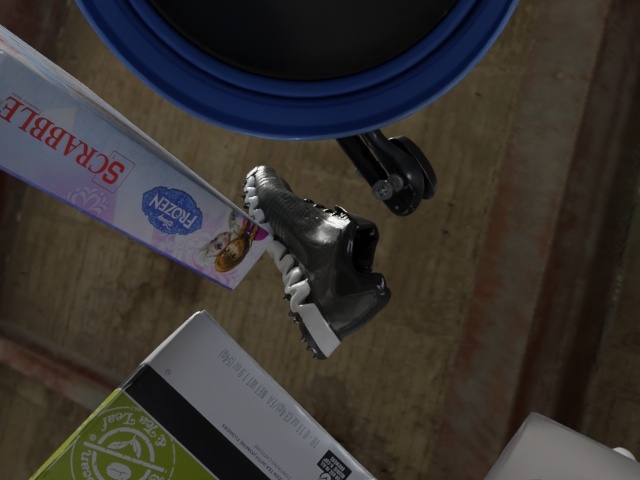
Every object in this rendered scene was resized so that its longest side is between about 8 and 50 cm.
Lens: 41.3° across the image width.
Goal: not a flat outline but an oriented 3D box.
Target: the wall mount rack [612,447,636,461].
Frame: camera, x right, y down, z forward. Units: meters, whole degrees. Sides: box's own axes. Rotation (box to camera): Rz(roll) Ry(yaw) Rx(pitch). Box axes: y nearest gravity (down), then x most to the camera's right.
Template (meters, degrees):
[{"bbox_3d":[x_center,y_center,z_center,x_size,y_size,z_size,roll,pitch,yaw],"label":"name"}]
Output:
[{"bbox_3d":[0.130,0.316,0.601,0.131,0.304,0.350,15,-127,4],"label":"wall mount rack"}]

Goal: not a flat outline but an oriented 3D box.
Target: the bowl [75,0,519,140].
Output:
[{"bbox_3d":[-0.021,-0.269,0.688,0.391,0.391,0.077,-40,-157,26],"label":"bowl"}]

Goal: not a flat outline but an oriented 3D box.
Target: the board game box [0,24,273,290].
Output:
[{"bbox_3d":[-0.230,-0.110,0.685,0.318,0.319,0.066,38,-90,34],"label":"board game box"}]

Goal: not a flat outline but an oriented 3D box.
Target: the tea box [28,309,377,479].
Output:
[{"bbox_3d":[-0.137,0.309,0.926,0.323,0.329,0.220,-48,-176,-19],"label":"tea box"}]

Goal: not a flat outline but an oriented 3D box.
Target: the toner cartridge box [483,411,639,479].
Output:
[{"bbox_3d":[0.161,0.196,0.273,0.165,0.075,0.348,-52,-151,-11],"label":"toner cartridge box"}]

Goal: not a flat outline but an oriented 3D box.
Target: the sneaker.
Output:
[{"bbox_3d":[0.000,0.000,0.807,0.106,0.078,0.234,-29,-132,3],"label":"sneaker"}]

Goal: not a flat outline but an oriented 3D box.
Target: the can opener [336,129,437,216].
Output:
[{"bbox_3d":[0.043,-0.103,0.858,0.059,0.073,0.186,-40,-84,27],"label":"can opener"}]
